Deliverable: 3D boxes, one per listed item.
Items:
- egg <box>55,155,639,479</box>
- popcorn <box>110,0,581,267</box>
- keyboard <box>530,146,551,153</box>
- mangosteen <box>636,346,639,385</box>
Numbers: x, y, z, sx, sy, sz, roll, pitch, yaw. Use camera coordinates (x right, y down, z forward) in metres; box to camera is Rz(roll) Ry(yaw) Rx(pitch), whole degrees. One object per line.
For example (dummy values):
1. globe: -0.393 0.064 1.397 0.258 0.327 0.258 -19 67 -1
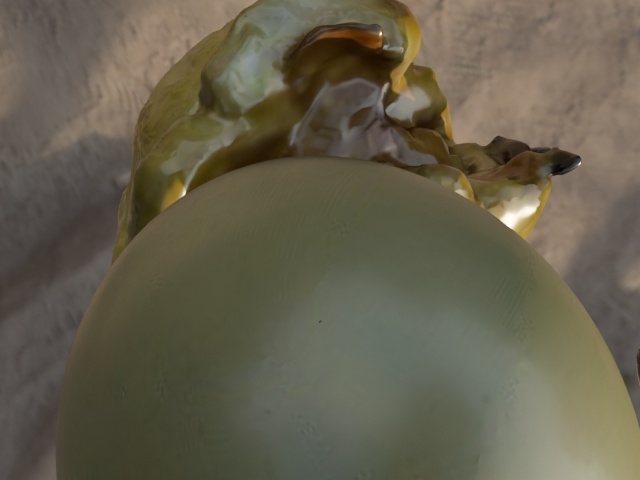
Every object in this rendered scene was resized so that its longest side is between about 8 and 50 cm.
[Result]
1. egg: 0.015 0.088 0.504 0.186 0.186 0.241 -29 108 -6
2. popcorn: -0.003 -0.002 0.712 0.191 0.190 0.253 -5 124 -17
3. keyboard: 0.090 0.037 0.912 0.064 0.010 0.198 -6 119 -59
4. mangosteen: 0.367 0.094 1.091 0.233 0.287 0.287 -50 125 -2
